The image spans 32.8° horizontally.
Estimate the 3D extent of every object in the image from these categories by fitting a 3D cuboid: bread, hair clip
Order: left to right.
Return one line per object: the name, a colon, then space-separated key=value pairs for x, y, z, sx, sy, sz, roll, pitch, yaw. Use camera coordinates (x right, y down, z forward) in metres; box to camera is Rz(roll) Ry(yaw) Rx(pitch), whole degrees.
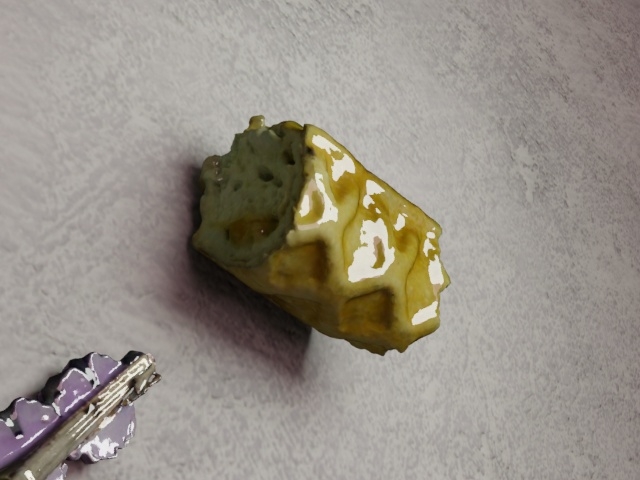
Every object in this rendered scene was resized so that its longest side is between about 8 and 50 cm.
hair clip: x=-0.238 y=0.179 z=0.974 sx=0.106 sy=0.084 sz=0.292 roll=56 pitch=34 yaw=-7
bread: x=0.000 y=-0.006 z=1.245 sx=0.252 sy=0.238 sz=0.196 roll=33 pitch=85 yaw=-44
